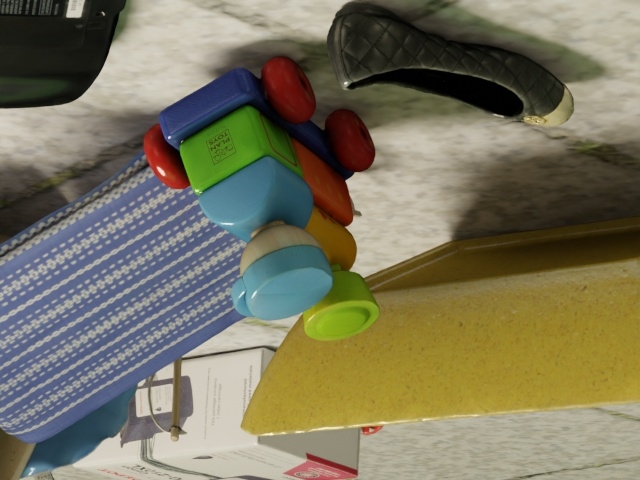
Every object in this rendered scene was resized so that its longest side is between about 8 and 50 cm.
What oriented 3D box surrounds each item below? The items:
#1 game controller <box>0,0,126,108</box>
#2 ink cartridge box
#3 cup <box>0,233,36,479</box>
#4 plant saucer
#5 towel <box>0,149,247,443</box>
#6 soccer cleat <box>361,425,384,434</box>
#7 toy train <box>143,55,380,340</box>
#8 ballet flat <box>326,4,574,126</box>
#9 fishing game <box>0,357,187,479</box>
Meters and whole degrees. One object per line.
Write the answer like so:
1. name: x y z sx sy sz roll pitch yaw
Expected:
1. game controller: -0.179 -0.140 0.925 0.166 0.067 0.319 -8 165 -15
2. ink cartridge box: -0.104 0.185 1.813 0.237 0.100 0.172 -11 157 34
3. cup: -0.373 0.111 1.359 0.237 0.331 0.331 24 166 13
4. plant saucer: 0.153 0.043 1.235 0.333 0.081 0.333 -8 -174 28
5. towel: -0.154 0.038 1.290 0.243 0.040 0.336 -32 160 -6
6. soccer cleat: 0.039 0.195 1.949 0.083 0.029 0.036 -9 168 39
7. toy train: 0.000 0.000 1.132 0.105 0.143 0.248 -28 152 16
8. ballet flat: 0.074 -0.089 1.040 0.173 0.049 0.057 14 159 -31
9. fishing game: -0.245 0.138 1.566 0.264 0.189 0.041 -5 133 1
